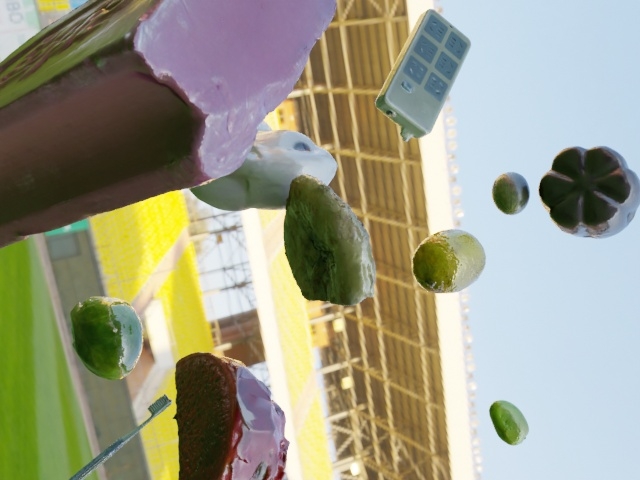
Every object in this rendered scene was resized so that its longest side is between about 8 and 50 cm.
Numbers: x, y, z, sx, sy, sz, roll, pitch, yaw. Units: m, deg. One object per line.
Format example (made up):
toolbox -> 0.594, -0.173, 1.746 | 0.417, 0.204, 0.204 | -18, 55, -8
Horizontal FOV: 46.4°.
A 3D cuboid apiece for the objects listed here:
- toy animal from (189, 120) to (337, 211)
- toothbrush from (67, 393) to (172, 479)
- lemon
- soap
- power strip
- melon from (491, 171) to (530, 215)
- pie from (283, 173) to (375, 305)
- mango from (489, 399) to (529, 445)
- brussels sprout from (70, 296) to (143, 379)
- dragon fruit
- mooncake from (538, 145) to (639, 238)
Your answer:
toy animal -> -0.151, -0.148, 1.186 | 0.357, 0.258, 0.193 | 30, -73, 44
toothbrush -> -0.303, 0.299, 1.070 | 0.019, 0.219, 0.016 | 44, -14, 22
lemon -> 0.165, 0.026, 0.951 | 0.082, 0.111, 0.082 | 28, -53, 44
soap -> -0.185, -0.128, 0.657 | 0.360, 0.233, 0.128 | -13, -52, 37
power strip -> 0.196, -0.317, 1.424 | 0.118, 0.270, 0.046 | 35, -24, -20
melon -> 0.494, -0.122, 1.943 | 0.130, 0.098, 0.098 | -75, 171, -46
pie -> 0.003, -0.001, 1.017 | 0.218, 0.052, 0.185 | -9, -85, 68
mango -> 0.405, 0.391, 1.617 | 0.108, 0.073, 0.056 | 51, -15, -8
brussels sprout -> -0.437, 0.194, 1.538 | 0.180, 0.144, 0.161 | 49, -17, 19
dragon fruit -> -0.117, 0.267, 1.017 | 0.189, 0.163, 0.261 | 112, -23, -46
mooncake -> 0.675, -0.123, 1.874 | 0.133, 0.245, 0.245 | 33, 31, -61
